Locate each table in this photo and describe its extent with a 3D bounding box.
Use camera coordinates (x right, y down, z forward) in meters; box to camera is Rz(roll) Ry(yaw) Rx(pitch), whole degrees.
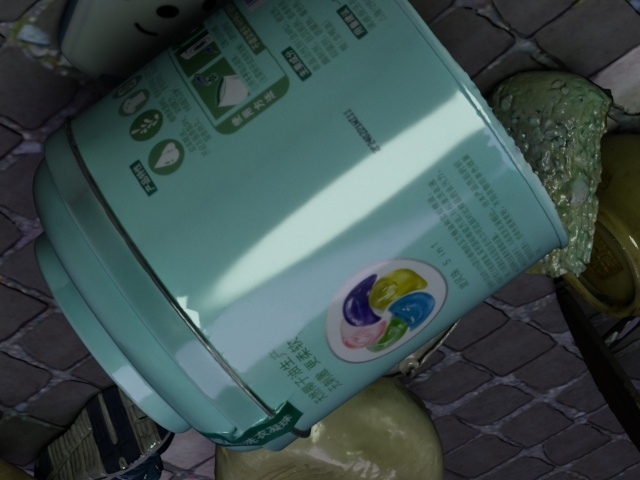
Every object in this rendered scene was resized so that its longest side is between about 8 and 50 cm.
[{"bbox_3d":[0.427,0.125,1.547,0.249,0.317,0.317,-32,142,2],"label":"table"}]

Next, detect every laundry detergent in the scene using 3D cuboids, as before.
[{"bbox_3d":[-0.030,-0.023,1.069,0.305,0.287,0.287,-37,140,3],"label":"laundry detergent"}]

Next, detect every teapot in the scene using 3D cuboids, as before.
[{"bbox_3d":[0.299,-0.025,1.354,0.182,0.173,0.269,-35,176,-21],"label":"teapot"}]

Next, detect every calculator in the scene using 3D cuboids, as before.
[{"bbox_3d":[-0.114,-0.191,1.090,0.121,0.039,0.210,6,139,-26],"label":"calculator"}]

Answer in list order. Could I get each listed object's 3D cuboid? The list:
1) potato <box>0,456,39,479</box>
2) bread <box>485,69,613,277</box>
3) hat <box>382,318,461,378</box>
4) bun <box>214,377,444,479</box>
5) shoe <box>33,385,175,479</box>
[{"bbox_3d":[-0.370,0.254,1.498,0.243,0.098,0.138,38,141,-17],"label":"potato"},{"bbox_3d":[0.163,-0.036,1.273,0.064,0.172,0.232,-11,156,-50],"label":"bread"},{"bbox_3d":[0.000,0.000,1.250,0.226,0.164,0.219,31,128,-24],"label":"hat"},{"bbox_3d":[0.009,0.208,1.559,0.259,0.160,0.259,5,142,4],"label":"bun"},{"bbox_3d":[-0.212,0.223,1.575,0.106,0.091,0.207,7,141,-44],"label":"shoe"}]
